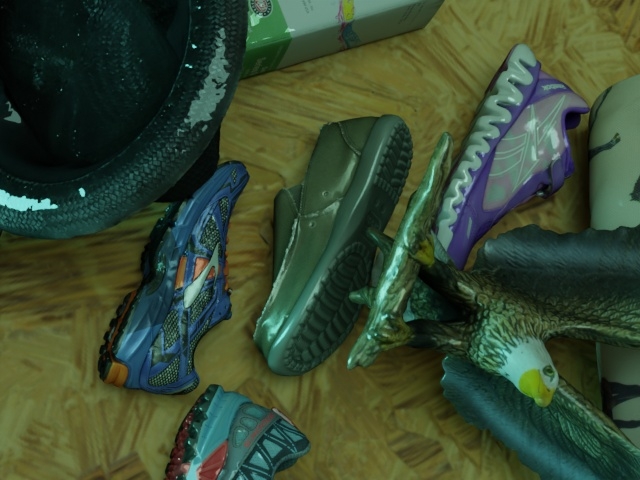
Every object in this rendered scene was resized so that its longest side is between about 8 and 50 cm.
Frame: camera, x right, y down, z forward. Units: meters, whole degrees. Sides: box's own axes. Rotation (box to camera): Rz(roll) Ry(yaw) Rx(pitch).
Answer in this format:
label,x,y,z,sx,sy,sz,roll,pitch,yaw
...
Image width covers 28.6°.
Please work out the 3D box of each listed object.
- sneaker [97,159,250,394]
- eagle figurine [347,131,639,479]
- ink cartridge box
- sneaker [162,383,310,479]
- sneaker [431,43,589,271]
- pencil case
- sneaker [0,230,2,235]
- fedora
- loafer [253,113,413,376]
label,x,y,z,sx,sy,sz,roll,pitch,yaw
sneaker,-0.110,0.033,1.066,0.087,0.083,0.221,28,75,-18
eagle figurine,0.175,0.083,0.989,0.298,0.226,0.225,19,51,-14
ink cartridge box,-0.009,-0.253,1.155,0.212,0.093,0.154,-20,80,-16
sneaker,-0.076,0.250,0.989,0.125,0.104,0.262,20,71,-9
sneaker,0.173,-0.063,1.138,0.104,0.095,0.236,28,69,-1
pencil case,0.333,0.036,1.107,0.183,0.160,0.410,-6,73,20
sneaker,-0.312,0.104,0.983,0.112,0.121,0.299,29,66,-35
fedora,-0.169,-0.142,1.022,0.334,0.152,0.334,-8,70,24
loafer,0.000,0.000,1.097,0.087,0.094,0.251,15,69,28
